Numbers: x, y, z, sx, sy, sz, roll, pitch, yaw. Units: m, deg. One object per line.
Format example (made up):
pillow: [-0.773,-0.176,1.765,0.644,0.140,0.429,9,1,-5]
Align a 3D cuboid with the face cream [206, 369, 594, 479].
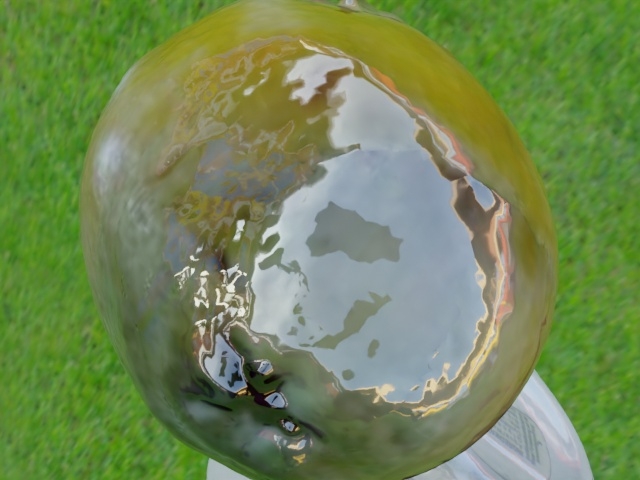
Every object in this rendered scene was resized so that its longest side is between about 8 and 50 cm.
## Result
face cream: [0.047,0.133,1.002,0.177,0.153,0.177,36,27,-22]

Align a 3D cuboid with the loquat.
loquat: [0.000,0.000,0.669,0.179,0.179,0.227,-3,37,-18]
